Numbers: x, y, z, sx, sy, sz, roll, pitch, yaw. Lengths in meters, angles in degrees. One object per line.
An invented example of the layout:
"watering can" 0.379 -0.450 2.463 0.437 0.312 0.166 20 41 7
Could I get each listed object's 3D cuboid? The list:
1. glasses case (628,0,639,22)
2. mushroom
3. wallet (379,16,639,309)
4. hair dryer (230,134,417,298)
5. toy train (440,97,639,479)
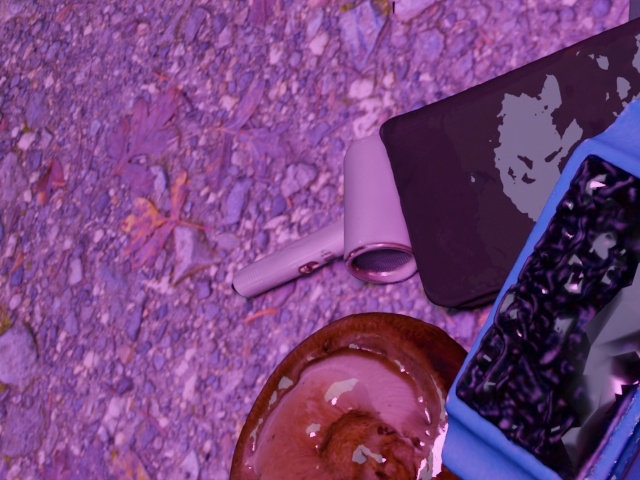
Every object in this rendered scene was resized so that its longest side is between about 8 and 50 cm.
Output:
"glasses case" 0.310 -0.201 1.146 0.077 0.039 0.184 -9 62 38
"mushroom" 0.036 0.185 1.098 0.253 0.153 0.253 -20 49 25
"wallet" 0.230 -0.071 1.105 0.377 0.051 0.197 -21 78 31
"hair dryer" 0.000 0.000 1.304 0.236 0.073 0.131 -29 49 38
"toy train" 0.237 0.081 0.895 0.188 0.265 0.300 32 98 45
